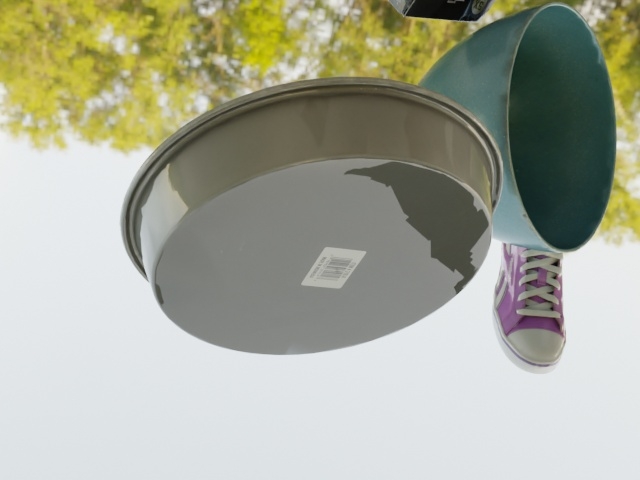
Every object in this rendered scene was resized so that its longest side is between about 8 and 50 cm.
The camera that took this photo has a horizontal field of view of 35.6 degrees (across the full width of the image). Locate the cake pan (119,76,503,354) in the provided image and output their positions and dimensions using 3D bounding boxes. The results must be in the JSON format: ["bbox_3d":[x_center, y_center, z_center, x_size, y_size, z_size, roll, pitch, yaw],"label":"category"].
[{"bbox_3d":[0.000,0.000,0.745,0.293,0.293,0.054,3,-128,-21],"label":"cake pan"}]

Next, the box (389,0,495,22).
[{"bbox_3d":[0.116,-0.350,1.196,0.147,0.077,0.180,-8,-126,-45],"label":"box"}]

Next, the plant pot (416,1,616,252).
[{"bbox_3d":[0.212,-0.131,1.218,0.195,0.290,0.290,0,-170,39],"label":"plant pot"}]

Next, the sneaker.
[{"bbox_3d":[0.302,0.036,1.397,0.102,0.161,0.282,4,-128,-2],"label":"sneaker"}]
